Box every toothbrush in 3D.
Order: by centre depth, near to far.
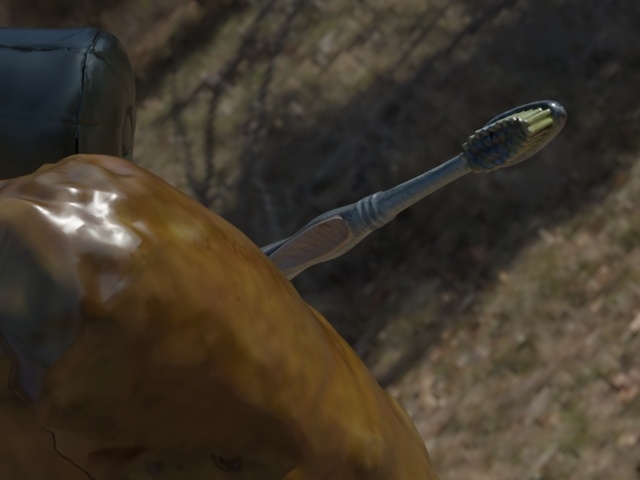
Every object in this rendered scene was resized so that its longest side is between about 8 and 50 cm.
[{"bbox_3d":[0.000,0.000,1.095,0.375,0.028,0.037,-28,-1,45],"label":"toothbrush"}]

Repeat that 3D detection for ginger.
[{"bbox_3d":[-0.033,0.110,0.609,0.165,0.321,0.172,-36,21,-12],"label":"ginger"}]

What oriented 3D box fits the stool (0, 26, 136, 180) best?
[{"bbox_3d":[-0.143,-0.054,0.885,0.096,0.110,0.096,4,-90,-90],"label":"stool"}]
